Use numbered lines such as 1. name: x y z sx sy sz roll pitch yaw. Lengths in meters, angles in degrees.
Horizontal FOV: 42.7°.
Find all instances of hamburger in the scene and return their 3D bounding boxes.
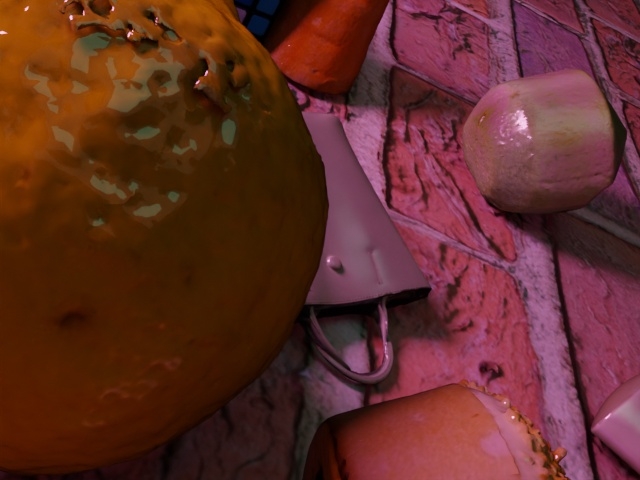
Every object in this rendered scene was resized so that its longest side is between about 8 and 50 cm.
1. hamburger: 0.081 0.232 0.513 0.170 0.302 0.302 0 45 -11

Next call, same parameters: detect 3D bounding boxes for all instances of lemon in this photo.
1. lemon: -0.177 -0.015 0.563 0.350 0.387 0.350 35 -5 3

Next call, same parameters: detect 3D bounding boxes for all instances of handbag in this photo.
1. handbag: 0.000 0.000 0.865 0.241 0.109 0.315 -4 54 -38

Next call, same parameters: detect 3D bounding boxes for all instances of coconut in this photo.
1. coconut: 0.330 -0.141 1.181 0.236 0.236 0.204 -11 96 -43

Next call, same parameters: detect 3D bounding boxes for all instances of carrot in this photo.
1. carrot: 0.035 -0.338 1.166 0.159 0.225 0.159 28 29 -18

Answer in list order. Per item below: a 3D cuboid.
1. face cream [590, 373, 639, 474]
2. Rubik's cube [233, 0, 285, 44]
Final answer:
1. face cream: 0.464 0.280 0.903 0.348 0.081 0.173 43 38 12
2. Rubik's cube: -0.140 -0.394 1.133 0.182 0.187 0.184 16 43 -22
